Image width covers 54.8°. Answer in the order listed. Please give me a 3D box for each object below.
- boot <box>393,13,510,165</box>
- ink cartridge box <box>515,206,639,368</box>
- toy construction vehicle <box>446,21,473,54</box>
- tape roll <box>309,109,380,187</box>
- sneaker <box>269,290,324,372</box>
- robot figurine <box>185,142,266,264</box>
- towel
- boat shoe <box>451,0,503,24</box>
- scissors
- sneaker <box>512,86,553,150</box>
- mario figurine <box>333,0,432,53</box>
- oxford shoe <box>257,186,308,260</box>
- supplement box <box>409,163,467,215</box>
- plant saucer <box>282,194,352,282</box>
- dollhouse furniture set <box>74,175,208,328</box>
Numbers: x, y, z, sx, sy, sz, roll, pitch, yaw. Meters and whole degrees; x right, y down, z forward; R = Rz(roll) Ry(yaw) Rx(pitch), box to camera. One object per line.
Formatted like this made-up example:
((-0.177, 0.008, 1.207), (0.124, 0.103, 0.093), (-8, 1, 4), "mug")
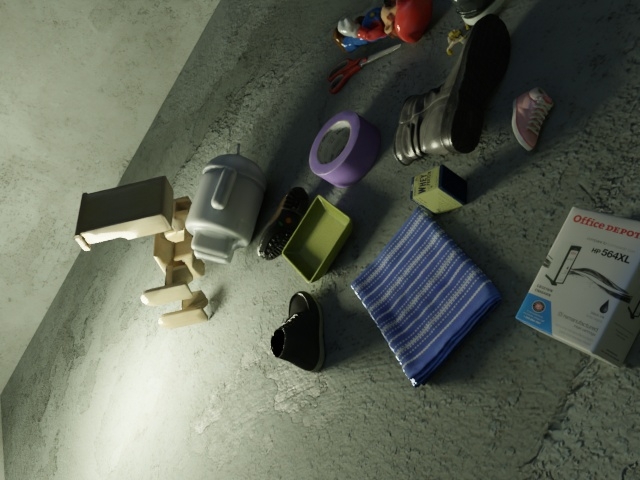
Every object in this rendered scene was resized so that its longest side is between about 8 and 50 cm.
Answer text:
((0.275, -0.335, 1.376), (0.222, 0.118, 0.338), (3, 65, 59), "boot")
((0.414, 0.064, 0.931), (0.148, 0.086, 0.203), (25, 88, 56), "ink cartridge box")
((0.338, -0.495, 1.466), (0.098, 0.035, 0.086), (-31, 44, 37), "toy construction vehicle")
((0.062, -0.238, 1.612), (0.189, 0.080, 0.189), (-31, 45, 37), "tape roll")
((-0.060, 0.192, 1.436), (0.083, 0.118, 0.222), (-43, 38, 26), "sneaker")
((-0.281, -0.111, 1.867), (0.300, 0.199, 0.353), (116, 169, -72), "robot figurine")
((0.194, 0.101, 1.238), (0.243, 0.040, 0.336), (-51, 35, 14), "towel")
((0.417, -0.629, 1.386), (0.302, 0.091, 0.114), (-51, 40, 5), "boat shoe")
((0.120, -0.522, 1.784), (0.297, 0.021, 0.109), (-27, 46, 43), "scissors")
((0.408, -0.239, 1.181), (0.070, 0.051, 0.134), (-32, 40, 44), "sneaker")
((0.167, -0.615, 1.660), (0.320, 0.170, 0.198), (3, 67, 55), "mario figurine")
((-0.100, -0.046, 1.710), (0.227, 0.083, 0.096), (-57, 12, 10), "oxford shoe")
((0.244, -0.102, 1.273), (0.083, 0.083, 0.056), (-22, 50, 46), "supplement box")
((0.000, 0.000, 1.557), (0.188, 0.045, 0.188), (-58, 34, 7), "plant saucer")
((-0.518, 0.024, 1.863), (0.256, 0.394, 0.362), (-12, 49, 4), "dollhouse furniture set")
